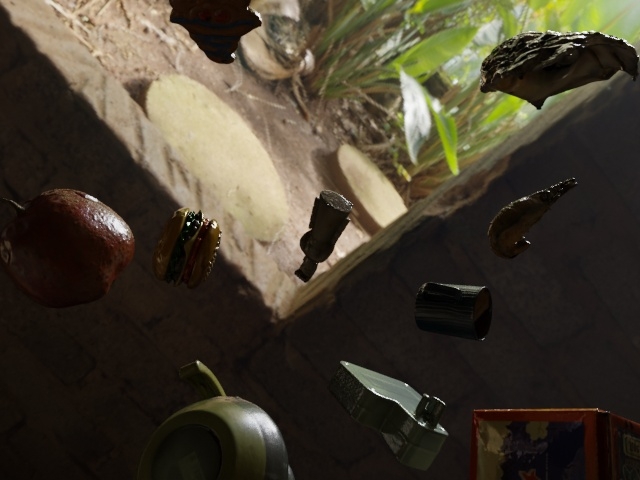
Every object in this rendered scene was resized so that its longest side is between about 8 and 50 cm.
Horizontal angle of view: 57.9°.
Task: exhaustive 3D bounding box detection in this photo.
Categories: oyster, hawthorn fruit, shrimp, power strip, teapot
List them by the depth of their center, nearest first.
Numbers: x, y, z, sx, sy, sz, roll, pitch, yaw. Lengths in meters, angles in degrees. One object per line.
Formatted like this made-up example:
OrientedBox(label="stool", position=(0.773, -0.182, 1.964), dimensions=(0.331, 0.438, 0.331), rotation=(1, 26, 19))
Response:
OrientedBox(label="teapot", position=(-0.086, 0.185, 0.481), dimensions=(0.119, 0.130, 0.166), rotation=(63, 6, -50))
OrientedBox(label="oyster", position=(0.331, -0.259, 0.854), dimensions=(0.271, 0.100, 0.275), rotation=(17, 10, 42))
OrientedBox(label="hawthorn fruit", position=(-0.390, 0.000, 0.861), dimensions=(0.200, 0.179, 0.179), rotation=(51, 20, -23))
OrientedBox(label="power strip", position=(0.171, 0.360, 1.264), dimensions=(0.229, 0.141, 0.261), rotation=(26, 4, -29))
OrientedBox(label="shrimp", position=(0.470, -0.053, 1.292), dimensions=(0.066, 0.262, 0.117), rotation=(35, -33, 54))

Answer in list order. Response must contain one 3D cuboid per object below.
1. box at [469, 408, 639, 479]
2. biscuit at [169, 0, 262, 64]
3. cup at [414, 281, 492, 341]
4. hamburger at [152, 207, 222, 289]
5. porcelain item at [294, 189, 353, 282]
OrientedBox(label="box", position=(0.454, 0.474, 0.973), dimensions=(0.348, 0.257, 0.319), rotation=(26, 63, -30))
OrientedBox(label="biscuit", position=(-0.211, -0.464, 1.136), dimensions=(0.280, 0.183, 0.043), rotation=(87, -2, -56))
OrientedBox(label="cup", position=(0.283, 0.136, 1.248), dimensions=(0.113, 0.138, 0.150), rotation=(-41, 125, -45))
OrientedBox(label="hamburger", position=(-0.258, 0.015, 1.123), dimensions=(0.115, 0.162, 0.162), rotation=(20, 29, -10))
OrientedBox(label="porcelain item", position=(0.000, 0.000, 1.201), dimensions=(0.084, 0.213, 0.054), rotation=(40, 40, 23))
